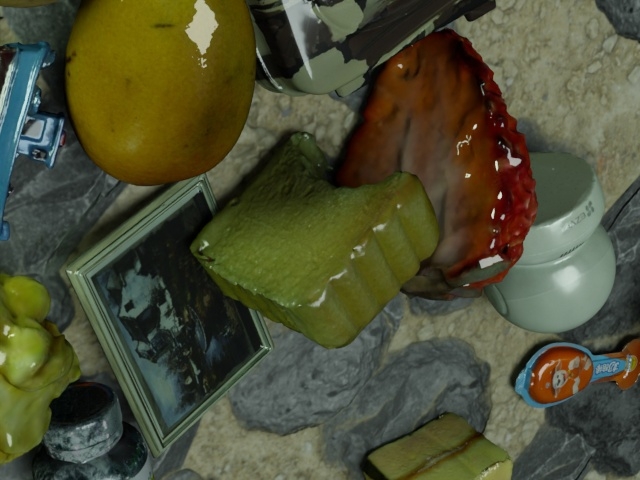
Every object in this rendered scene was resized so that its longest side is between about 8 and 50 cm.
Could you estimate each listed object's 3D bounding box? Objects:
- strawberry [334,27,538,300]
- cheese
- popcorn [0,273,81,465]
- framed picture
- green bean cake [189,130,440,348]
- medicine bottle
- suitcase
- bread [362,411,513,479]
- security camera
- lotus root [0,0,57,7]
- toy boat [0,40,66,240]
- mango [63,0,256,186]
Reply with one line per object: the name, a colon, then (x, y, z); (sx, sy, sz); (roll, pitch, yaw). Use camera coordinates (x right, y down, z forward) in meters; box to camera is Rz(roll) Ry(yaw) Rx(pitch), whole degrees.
strawberry: (0.163, -0.092, 1.785); (0.149, 0.265, 0.336); (8, 82, -51)
cheese: (0.397, 0.198, 2.149); (0.256, 0.037, 0.106); (-4, 112, -29)
popcorn: (-0.396, 0.137, 1.551); (0.254, 0.195, 0.256); (-18, 117, -14)
framed picture: (-0.169, 0.088, 1.726); (0.232, 0.019, 0.296); (-42, 127, -32)
green bean cake: (0.000, 0.000, 1.691); (0.233, 0.236, 0.124); (-49, 134, -16)
medicine bottle: (-0.268, 0.319, 1.723); (0.141, 0.141, 0.293); (-22, 118, -23)
suitcase: (0.023, -0.369, 1.601); (0.351, 0.194, 0.339); (-33, 116, -18)
bread: (0.192, 0.403, 2.028); (0.167, 0.163, 0.264); (-30, 122, -19)
security camera: (0.309, 0.019, 1.935); (0.194, 0.194, 0.236); (-34, 125, -16)
lotus root: (-0.362, -0.344, 1.385); (0.310, 0.183, 0.183); (22, 96, -35)
toy boat: (-0.327, -0.108, 1.542); (0.097, 0.100, 0.223); (13, 101, -17)
mango: (-0.171, -0.202, 1.523); (0.173, 0.211, 0.317); (-49, 153, -50)
